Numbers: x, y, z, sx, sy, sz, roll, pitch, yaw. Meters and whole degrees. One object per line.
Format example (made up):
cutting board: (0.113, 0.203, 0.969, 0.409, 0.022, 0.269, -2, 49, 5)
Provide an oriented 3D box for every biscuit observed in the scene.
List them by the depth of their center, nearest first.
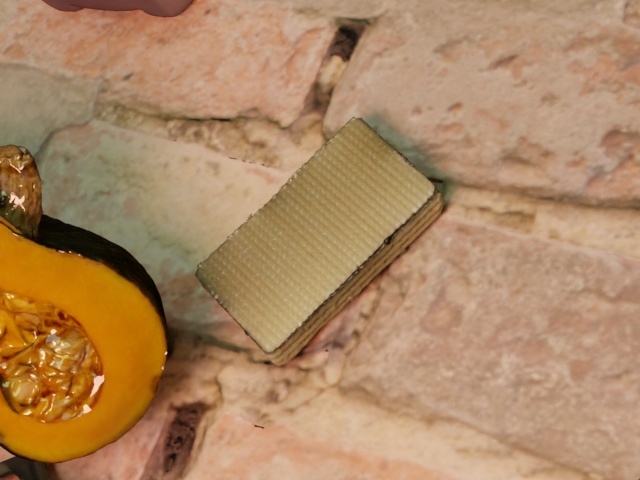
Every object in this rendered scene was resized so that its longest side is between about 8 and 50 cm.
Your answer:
biscuit: (0.000, 0.000, 1.540, 0.199, 0.040, 0.121, -43, 54, -3)

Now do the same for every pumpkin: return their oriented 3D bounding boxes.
pumpkin: (-0.288, 0.026, 1.518, 0.242, 0.325, 0.232, -61, 18, 8)

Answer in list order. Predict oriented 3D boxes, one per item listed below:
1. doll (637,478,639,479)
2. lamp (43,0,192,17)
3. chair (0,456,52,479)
doll: (0.260, 0.196, 1.323, 0.083, 0.050, 0.076, -33, 75, 4)
lamp: (-0.201, -0.382, 1.704, 0.247, 0.247, 0.301, 6, 75, 29)
chair: (-0.308, 0.246, 1.460, 0.190, 0.203, 0.275, -32, 61, 20)
